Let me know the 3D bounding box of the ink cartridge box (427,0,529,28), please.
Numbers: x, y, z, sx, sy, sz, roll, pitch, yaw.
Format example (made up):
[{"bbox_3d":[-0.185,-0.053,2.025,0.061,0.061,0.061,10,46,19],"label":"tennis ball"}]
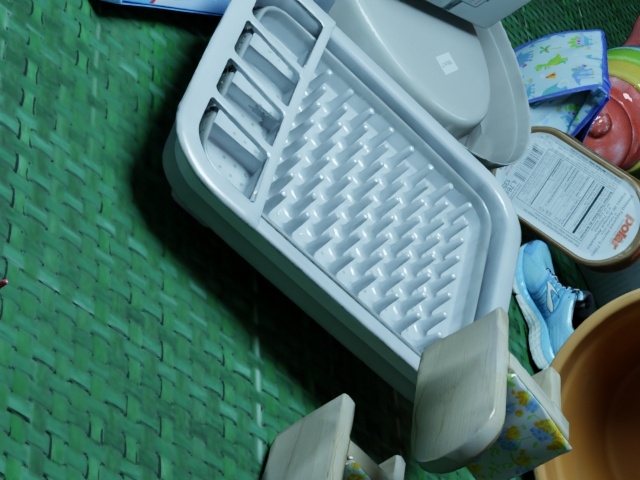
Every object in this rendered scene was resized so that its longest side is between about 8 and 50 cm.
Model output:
[{"bbox_3d":[0.115,-0.304,1.574,0.208,0.087,0.153,13,53,-56],"label":"ink cartridge box"}]

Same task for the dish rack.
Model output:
[{"bbox_3d":[0.016,-0.033,1.328,0.333,0.072,0.285,41,36,-18],"label":"dish rack"}]

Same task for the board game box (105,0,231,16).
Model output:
[{"bbox_3d":[-0.101,-0.264,1.350,0.211,0.039,0.160,-5,106,-60],"label":"board game box"}]

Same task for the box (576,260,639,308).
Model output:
[{"bbox_3d":[0.397,0.096,1.743,0.058,0.232,0.322,-21,81,-25],"label":"box"}]

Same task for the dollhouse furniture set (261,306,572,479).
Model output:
[{"bbox_3d":[0.206,0.236,1.070,0.362,0.394,0.256,49,23,-19],"label":"dollhouse furniture set"}]

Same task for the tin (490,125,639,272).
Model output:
[{"bbox_3d":[0.256,-0.043,1.707,0.189,0.106,0.040,37,12,28],"label":"tin"}]

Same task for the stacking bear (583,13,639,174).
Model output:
[{"bbox_3d":[0.345,-0.150,1.976,0.164,0.175,0.289,54,36,4],"label":"stacking bear"}]

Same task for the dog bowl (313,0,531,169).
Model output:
[{"bbox_3d":[0.061,-0.203,1.591,0.349,0.102,0.349,40,34,-33],"label":"dog bowl"}]

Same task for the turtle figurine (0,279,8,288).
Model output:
[{"bbox_3d":[-0.228,0.080,0.816,0.175,0.118,0.234,22,51,-50],"label":"turtle figurine"}]

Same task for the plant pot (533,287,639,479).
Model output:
[{"bbox_3d":[0.350,0.186,1.535,0.291,0.290,0.203,65,11,11],"label":"plant pot"}]

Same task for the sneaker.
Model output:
[{"bbox_3d":[0.241,0.064,1.659,0.063,0.073,0.162,31,36,-44],"label":"sneaker"}]

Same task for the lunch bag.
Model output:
[{"bbox_3d":[0.245,-0.157,1.801,0.096,0.151,0.129,45,29,-25],"label":"lunch bag"}]
